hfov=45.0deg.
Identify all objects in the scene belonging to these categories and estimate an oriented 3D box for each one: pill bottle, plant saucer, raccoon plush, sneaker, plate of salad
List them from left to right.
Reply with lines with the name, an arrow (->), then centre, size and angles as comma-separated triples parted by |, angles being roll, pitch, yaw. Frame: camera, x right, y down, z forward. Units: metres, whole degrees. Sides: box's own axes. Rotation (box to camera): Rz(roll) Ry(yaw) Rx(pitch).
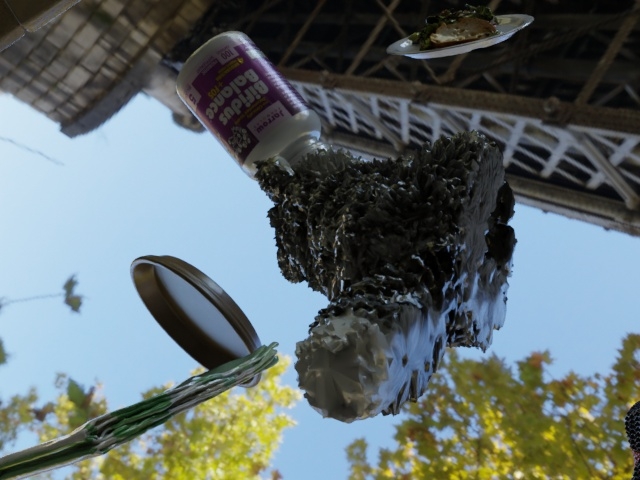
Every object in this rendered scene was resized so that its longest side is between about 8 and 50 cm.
plant saucer -> -0.192, 0.124, 1.230 | 0.277, 0.278, 0.041 | 3, -138, 51
pill bottle -> -0.107, -0.214, 1.384 | 0.169, 0.169, 0.301 | -44, -100, 15
raccoon plush -> 0.000, 0.000, 0.743 | 0.299, 0.446, 0.216 | 4, -83, 28
plate of salad -> 0.184, -0.288, 1.041 | 0.199, 0.048, 0.200 | -13, -159, 5
sneaker -> 0.418, 0.277, 0.934 | 0.057, 0.075, 0.161 | 117, -15, -55

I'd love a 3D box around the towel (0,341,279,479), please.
towel -> -0.228, 0.216, 0.983 | 0.247, 0.324, 0.038 | -26, -95, 37

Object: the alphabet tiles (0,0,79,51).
alphabet tiles -> -0.257, -0.208, 0.415 | 0.285, 0.011, 0.343 | -36, -110, -4
